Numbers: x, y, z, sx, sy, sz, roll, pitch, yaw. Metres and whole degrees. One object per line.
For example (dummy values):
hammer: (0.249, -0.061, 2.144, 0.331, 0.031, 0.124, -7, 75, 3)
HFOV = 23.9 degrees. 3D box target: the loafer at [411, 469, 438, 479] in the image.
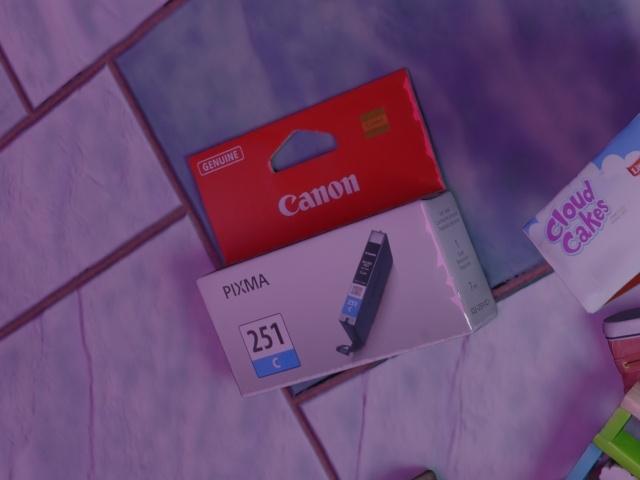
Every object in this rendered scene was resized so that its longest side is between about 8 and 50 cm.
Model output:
loafer: (0.076, 0.296, 1.554, 0.050, 0.056, 0.148, 52, 123, 19)

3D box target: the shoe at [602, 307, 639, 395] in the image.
shoe: (0.338, 0.095, 1.336, 0.178, 0.063, 0.081, -12, 97, 39)

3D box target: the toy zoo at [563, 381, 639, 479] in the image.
toy zoo: (0.298, 0.287, 1.399, 0.192, 0.030, 0.293, 38, 131, 17)

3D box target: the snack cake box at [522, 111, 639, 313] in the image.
snack cake box: (0.288, -0.048, 1.205, 0.089, 0.264, 0.152, 52, 123, 12)

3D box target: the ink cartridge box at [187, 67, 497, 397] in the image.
ink cartridge box: (0.000, 0.000, 1.522, 0.296, 0.066, 0.261, -20, 92, 34)
